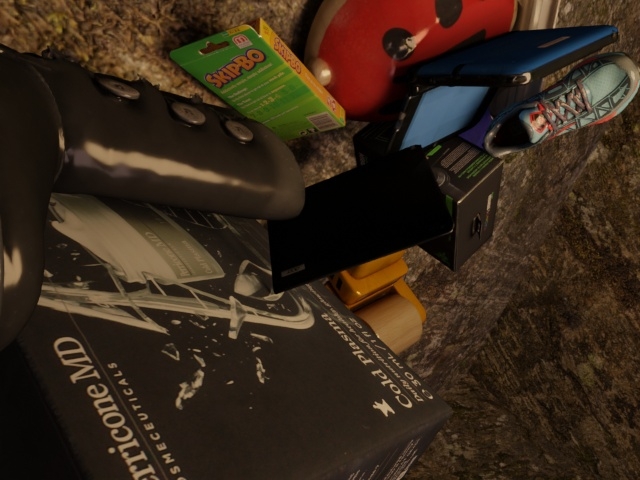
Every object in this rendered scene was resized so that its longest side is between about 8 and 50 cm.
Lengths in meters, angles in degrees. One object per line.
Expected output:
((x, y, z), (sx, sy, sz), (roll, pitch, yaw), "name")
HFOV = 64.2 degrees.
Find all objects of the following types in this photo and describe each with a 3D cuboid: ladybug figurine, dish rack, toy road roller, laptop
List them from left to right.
((0.056, -0.032, 0.736), (0.235, 0.136, 0.264), (-20, 174, 11), "laptop")
((0.091, 0.062, 1.008), (0.203, 0.329, 0.240), (-21, 160, -39), "toy road roller")
((0.167, -0.337, 0.836), (0.449, 0.162, 0.305), (-35, 146, -23), "ladybug figurine")
((0.384, -0.382, 1.005), (0.285, 0.073, 0.332), (-68, 163, -64), "dish rack")

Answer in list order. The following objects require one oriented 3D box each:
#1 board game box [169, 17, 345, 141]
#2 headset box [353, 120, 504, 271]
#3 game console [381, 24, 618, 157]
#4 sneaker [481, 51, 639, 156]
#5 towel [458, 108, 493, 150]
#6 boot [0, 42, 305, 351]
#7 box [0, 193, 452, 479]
((-0.075, -0.213, 0.707), (0.259, 0.124, 0.039), (24, 61, -60), "board game box")
((0.223, -0.101, 1.041), (0.131, 0.283, 0.246), (-41, 148, -16), "headset box")
((0.265, -0.211, 0.782), (0.293, 0.250, 0.173), (-30, 122, -33), "game console")
((0.381, -0.201, 0.830), (0.125, 0.104, 0.262), (-37, -176, -39), "sneaker")
((0.343, -0.234, 1.265), (0.227, 0.076, 0.308), (-59, 148, 1), "towel")
((-0.176, -0.056, 0.516), (0.146, 0.367, 0.445), (-45, 153, 21), "boot")
((-0.183, 0.174, 0.613), (0.472, 0.480, 0.297), (5, 121, -54), "box")
